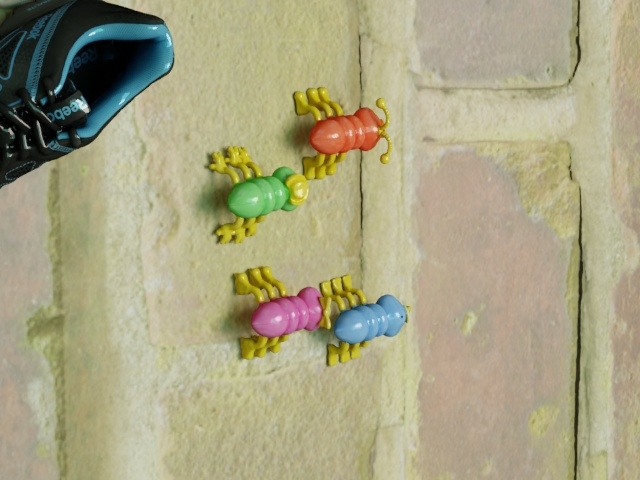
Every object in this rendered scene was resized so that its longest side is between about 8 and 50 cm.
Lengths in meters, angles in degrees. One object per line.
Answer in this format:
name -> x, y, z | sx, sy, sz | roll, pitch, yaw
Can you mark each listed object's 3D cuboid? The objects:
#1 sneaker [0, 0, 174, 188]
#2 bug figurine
sneaker -> -0.267, -0.103, 1.543 | 0.341, 0.139, 0.125 | -41, 123, -30
bug figurine -> 0.000, 0.000, 1.842 | 0.216, 0.072, 0.279 | -19, 107, -40
